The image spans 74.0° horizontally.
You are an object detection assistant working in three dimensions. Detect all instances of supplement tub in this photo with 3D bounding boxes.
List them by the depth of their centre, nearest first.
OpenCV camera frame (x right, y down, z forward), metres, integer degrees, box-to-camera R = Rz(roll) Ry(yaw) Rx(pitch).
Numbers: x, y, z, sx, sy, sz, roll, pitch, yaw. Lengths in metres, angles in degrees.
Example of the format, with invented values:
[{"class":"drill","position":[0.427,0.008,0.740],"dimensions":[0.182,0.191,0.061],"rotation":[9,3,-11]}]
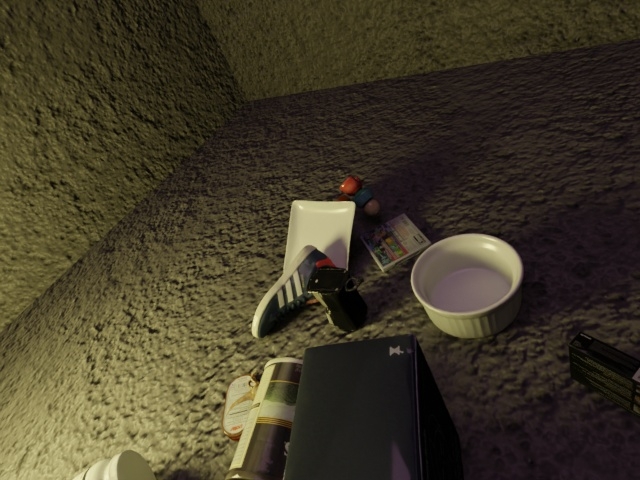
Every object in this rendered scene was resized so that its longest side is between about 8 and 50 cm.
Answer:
[{"class":"supplement tub","position":[-0.563,0.668,1.039],"dimensions":[0.272,0.191,0.191],"rotation":[-32,37,-5]}]

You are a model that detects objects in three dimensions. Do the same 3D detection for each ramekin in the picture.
[{"class":"ramekin","position":[0.392,0.123,1.125],"dimensions":[0.276,0.135,0.277],"rotation":[-17,39,15]}]

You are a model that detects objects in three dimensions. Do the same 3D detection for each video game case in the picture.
[{"class":"video game case","position":[0.252,0.004,1.448],"dimensions":[0.183,0.023,0.201],"rotation":[-28,38,0]}]

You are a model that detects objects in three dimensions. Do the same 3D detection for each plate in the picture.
[{"class":"plate","position":[0.000,0.000,1.495],"dimensions":[0.277,0.045,0.279],"rotation":[5,86,36]}]

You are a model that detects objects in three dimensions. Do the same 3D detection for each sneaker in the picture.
[{"class":"sneaker","position":[-0.076,0.185,1.367],"dimensions":[0.148,0.131,0.350],"rotation":[32,78,16]}]

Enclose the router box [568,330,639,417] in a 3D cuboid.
[{"class":"router box","position":[0.585,0.271,0.829],"dimensions":[0.046,0.133,0.178],"rotation":[-40,39,-15]}]

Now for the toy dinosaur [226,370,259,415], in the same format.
[{"class":"toy dinosaur","position":[-0.175,0.411,1.162],"dimensions":[0.182,0.053,0.093],"rotation":[-11,42,-10]}]

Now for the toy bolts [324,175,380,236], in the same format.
[{"class":"toy bolts","position":[0.119,-0.112,1.586],"dimensions":[0.228,0.158,0.218],"rotation":[-46,-11,25]}]

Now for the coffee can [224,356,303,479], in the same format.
[{"class":"coffee can","position":[-0.079,0.445,0.986],"dimensions":[0.201,0.202,0.276],"rotation":[-8,41,25]}]

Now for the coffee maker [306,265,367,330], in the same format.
[{"class":"coffee maker","position":[0.066,0.176,1.231],"dimensions":[0.120,0.178,0.171],"rotation":[-45,38,-18]}]

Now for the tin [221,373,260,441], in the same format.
[{"class":"tin","position":[-0.222,0.464,1.195],"dimensions":[0.106,0.040,0.190],"rotation":[-22,37,15]}]

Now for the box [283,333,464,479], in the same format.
[{"class":"box","position":[0.119,0.407,0.745],"dimensions":[0.211,0.396,0.294],"rotation":[-12,39,20]}]
